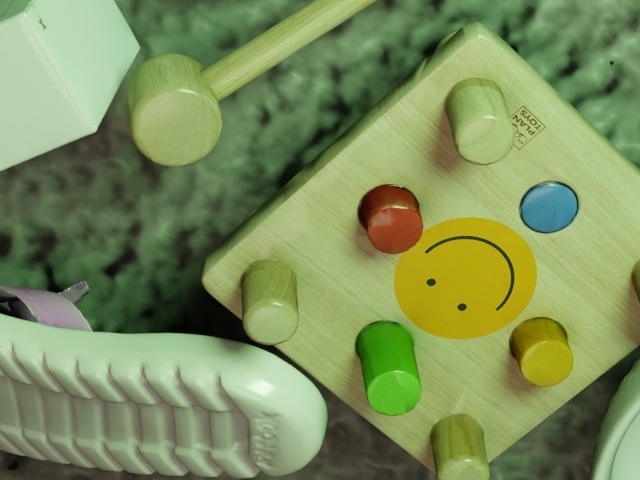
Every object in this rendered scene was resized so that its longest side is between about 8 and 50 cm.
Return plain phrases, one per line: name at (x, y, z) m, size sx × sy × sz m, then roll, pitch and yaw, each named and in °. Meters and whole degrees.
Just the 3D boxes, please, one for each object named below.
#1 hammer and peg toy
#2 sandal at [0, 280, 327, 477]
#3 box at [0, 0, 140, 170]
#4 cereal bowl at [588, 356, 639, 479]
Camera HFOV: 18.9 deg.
hammer and peg toy at (0.061, -0.017, 1.237) m, size 0.266 × 0.127 × 0.361 m, roll -40°, pitch 115°, yaw 19°
sandal at (-0.176, 0.086, 1.395) m, size 0.416 × 0.102 × 0.169 m, roll 10°, pitch 143°, yaw 23°
box at (-0.224, -0.107, 1.268) m, size 0.170 × 0.130 × 0.091 m, roll -20°, pitch 115°, yaw 21°
cereal bowl at (0.353, 0.156, 1.323) m, size 0.339 × 0.141 × 0.339 m, roll 4°, pitch 122°, yaw 7°
